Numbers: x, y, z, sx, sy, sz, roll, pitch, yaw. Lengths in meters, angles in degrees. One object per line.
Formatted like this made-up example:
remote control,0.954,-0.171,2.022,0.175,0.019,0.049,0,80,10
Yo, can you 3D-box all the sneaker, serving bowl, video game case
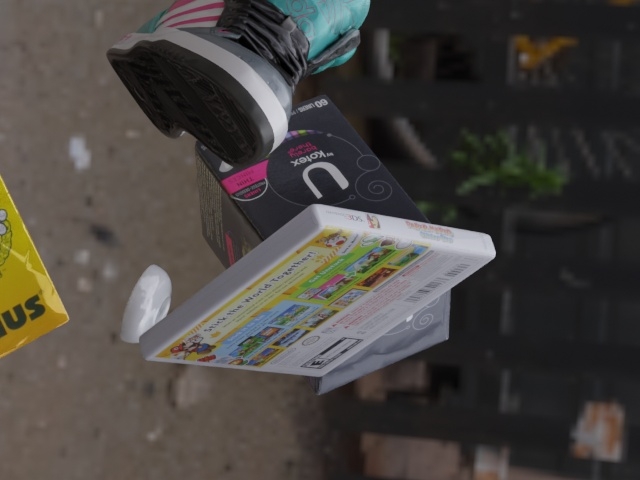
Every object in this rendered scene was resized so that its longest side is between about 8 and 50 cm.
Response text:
sneaker,-0.037,-0.146,1.423,0.124,0.178,0.295,56,-11,-19
serving bowl,-0.169,0.067,1.960,0.083,0.027,0.083,22,90,-78
video game case,-0.003,0.046,1.611,0.206,0.227,0.026,9,55,-44

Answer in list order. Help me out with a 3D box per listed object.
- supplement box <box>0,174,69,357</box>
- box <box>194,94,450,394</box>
supplement box,-0.407,-0.012,1.882,0.356,0.194,0.195,37,-27,61
box,0.000,0.000,2.047,0.270,0.165,0.143,52,-24,37
